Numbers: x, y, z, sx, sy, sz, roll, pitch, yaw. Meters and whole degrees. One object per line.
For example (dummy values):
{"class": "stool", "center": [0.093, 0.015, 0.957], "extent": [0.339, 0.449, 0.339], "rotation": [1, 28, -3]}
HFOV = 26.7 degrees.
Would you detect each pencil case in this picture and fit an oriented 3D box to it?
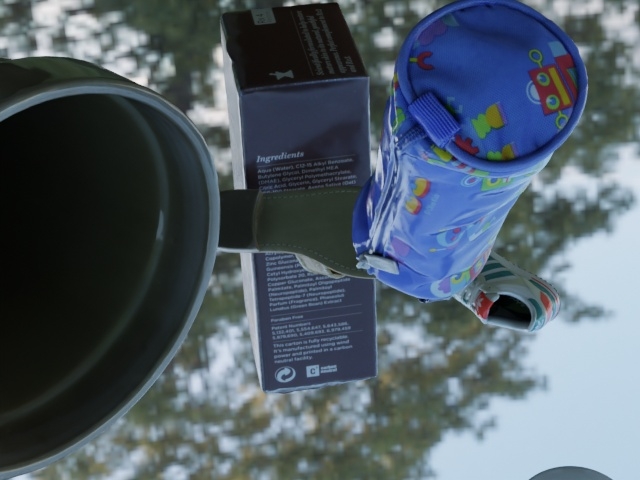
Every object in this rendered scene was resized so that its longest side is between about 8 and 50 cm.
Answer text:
{"class": "pencil case", "center": [0.091, -0.052, 0.966], "extent": [0.133, 0.119, 0.306], "rotation": [-38, 168, -16]}

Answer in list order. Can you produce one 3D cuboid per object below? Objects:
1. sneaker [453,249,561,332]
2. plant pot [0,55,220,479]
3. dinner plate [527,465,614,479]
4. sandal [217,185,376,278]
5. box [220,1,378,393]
{"class": "sneaker", "center": [0.164, 0.047, 1.382], "extent": [0.161, 0.057, 0.075], "rotation": [27, -155, 16]}
{"class": "plant pot", "center": [-0.287, -0.023, 1.048], "extent": [0.323, 0.323, 0.280], "rotation": [-20, -140, -42]}
{"class": "dinner plate", "center": [0.258, 0.300, 1.374], "extent": [0.141, 0.141, 0.017], "rotation": [0, -169, 18]}
{"class": "sandal", "center": [0.001, -0.006, 1.321], "extent": [0.240, 0.088, 0.079], "rotation": [6, 170, 15]}
{"class": "box", "center": [-0.022, -0.044, 1.462], "extent": [0.143, 0.381, 0.191], "rotation": [-8, -145, -5]}
